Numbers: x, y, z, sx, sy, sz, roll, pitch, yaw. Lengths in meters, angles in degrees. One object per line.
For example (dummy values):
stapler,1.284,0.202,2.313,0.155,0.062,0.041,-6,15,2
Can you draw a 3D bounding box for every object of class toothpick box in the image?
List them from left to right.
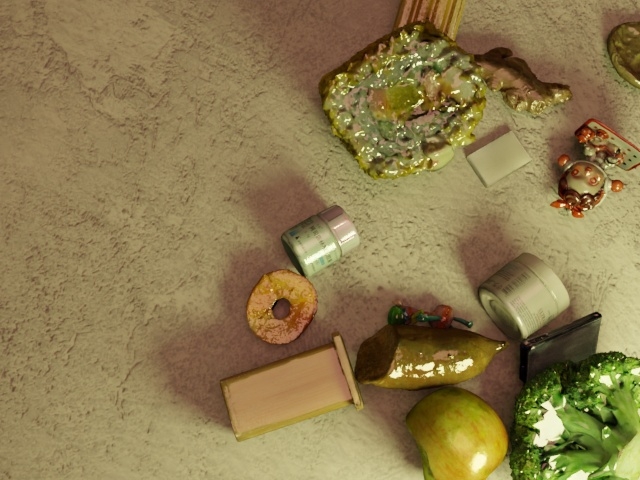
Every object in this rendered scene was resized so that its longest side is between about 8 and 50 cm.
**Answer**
toothpick box,-0.067,0.357,1.668,0.308,0.190,0.188,-18,80,-2

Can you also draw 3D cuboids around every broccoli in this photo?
broccoli,0.606,0.456,1.621,0.413,0.321,0.310,-45,54,-10

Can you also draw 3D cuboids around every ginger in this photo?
ginger,0.530,-0.445,1.925,0.333,0.080,0.166,29,63,10

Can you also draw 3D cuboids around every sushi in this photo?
sushi,0.215,-0.344,1.763,0.396,0.240,0.351,-32,101,2

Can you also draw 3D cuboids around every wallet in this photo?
wallet,0.595,0.272,1.733,0.222,0.167,0.036,-22,42,-9

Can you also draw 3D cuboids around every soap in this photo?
soap,0.285,-0.587,1.894,0.173,0.089,0.274,16,94,-5

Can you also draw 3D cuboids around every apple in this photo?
apple,0.306,0.467,1.630,0.246,0.246,0.226,-39,74,-10

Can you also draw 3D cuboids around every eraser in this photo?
eraser,0.488,-0.221,1.897,0.150,0.023,0.104,-30,80,-8

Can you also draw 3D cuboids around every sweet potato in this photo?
sweet potato,0.269,0.284,1.678,0.369,0.158,0.158,3,77,-7

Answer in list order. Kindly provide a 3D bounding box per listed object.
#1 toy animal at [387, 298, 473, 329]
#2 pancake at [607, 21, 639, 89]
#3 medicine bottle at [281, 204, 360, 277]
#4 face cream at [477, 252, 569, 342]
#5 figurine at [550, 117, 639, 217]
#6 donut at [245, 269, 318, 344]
toy animal,0.277,0.203,1.754,0.208,0.103,0.100,16,86,-3
pancake,0.922,-0.523,1.976,0.241,0.050,0.242,3,73,-10
medicine bottle,0.000,0.000,1.769,0.168,0.135,0.135,-30,81,-12
face cream,0.503,0.143,1.739,0.153,0.177,0.177,-36,82,-8
figurine,0.704,-0.166,1.842,0.183,0.160,0.226,37,86,6
donut,-0.097,0.170,1.757,0.174,0.074,0.190,16,81,0
